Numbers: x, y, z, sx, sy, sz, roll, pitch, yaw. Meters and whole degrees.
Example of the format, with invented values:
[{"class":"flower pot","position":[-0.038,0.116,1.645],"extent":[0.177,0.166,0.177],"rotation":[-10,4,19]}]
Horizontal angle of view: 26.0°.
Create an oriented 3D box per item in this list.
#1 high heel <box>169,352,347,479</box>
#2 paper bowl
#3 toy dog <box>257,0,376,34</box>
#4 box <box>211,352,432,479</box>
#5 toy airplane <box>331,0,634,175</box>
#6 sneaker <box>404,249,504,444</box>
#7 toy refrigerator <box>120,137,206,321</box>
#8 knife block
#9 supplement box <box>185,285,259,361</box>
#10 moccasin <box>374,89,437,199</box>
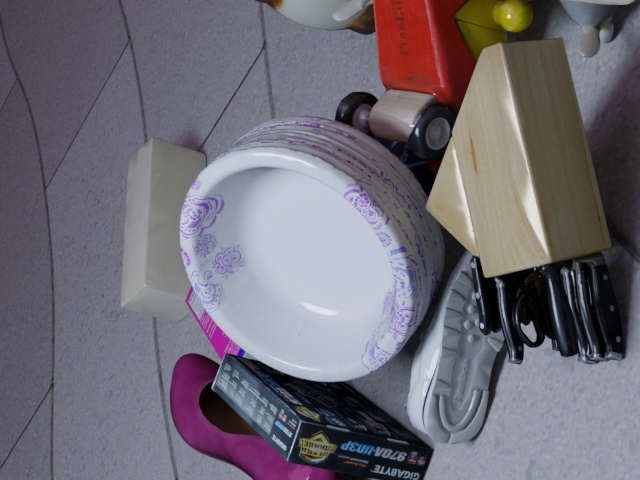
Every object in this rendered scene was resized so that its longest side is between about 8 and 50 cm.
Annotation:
[{"class":"high heel","position":[-0.075,0.218,1.726],"extent":[0.377,0.127,0.181],"rotation":[48,131,41]},{"class":"paper bowl","position":[0.000,0.000,1.507],"extent":[0.284,0.284,0.148],"rotation":[-44,2,40]},{"class":"toy dog","position":[0.050,-0.466,1.774],"extent":[0.395,0.285,0.408],"rotation":[49,122,48]},{"class":"box","position":[-0.001,0.202,1.570],"extent":[0.220,0.175,0.051],"rotation":[31,102,59]},{"class":"toy airplane","position":[0.141,-0.300,1.498],"extent":[0.386,0.272,0.384],"rotation":[55,144,15]},{"class":"sneaker","position":[0.145,0.095,1.476],"extent":[0.235,0.090,0.095],"rotation":[-70,20,3]},{"class":"toy refrigerator","position":[-0.247,-0.016,2.178],"extent":[0.094,0.102,0.269],"rotation":[-38,45,45]},{"class":"knife block","position":[0.220,-0.022,1.319],"extent":[0.242,0.088,0.275],"rotation":[45,131,36]},{"class":"supplement box","position":[-0.082,0.094,1.829],"extent":[0.114,0.111,0.220],"rotation":[-64,30,16]},{"class":"moccasin","position":[0.058,-0.036,1.652],"extent":[0.138,0.117,0.342],"rotation":[5,80,60]}]
